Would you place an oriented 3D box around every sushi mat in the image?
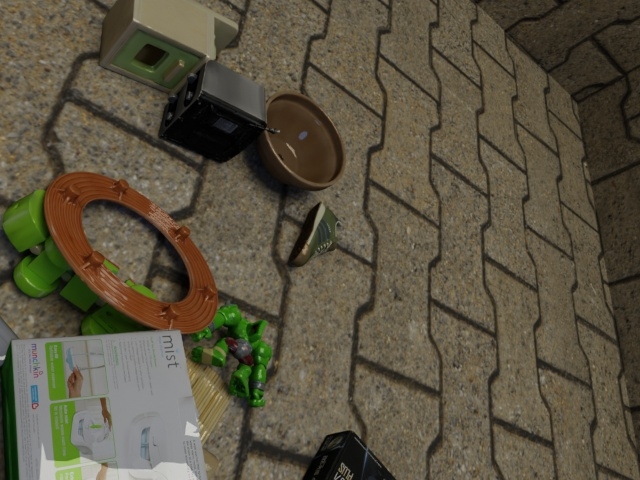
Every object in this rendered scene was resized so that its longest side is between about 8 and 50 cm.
[{"bbox_3d":[-0.263,0.320,0.993,0.151,0.019,0.316,46,44,-14],"label":"sushi mat"}]

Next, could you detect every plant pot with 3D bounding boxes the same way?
[{"bbox_3d":[-0.064,-0.208,1.398,0.237,0.110,0.237,23,54,-36],"label":"plant pot"}]

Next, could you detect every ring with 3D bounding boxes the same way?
[{"bbox_3d":[-0.290,0.009,1.010,0.336,0.032,0.336,45,17,-17],"label":"ring"}]

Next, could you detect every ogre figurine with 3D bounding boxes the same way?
[{"bbox_3d":[-0.147,0.195,1.106,0.197,0.097,0.118,39,41,-8],"label":"ogre figurine"}]

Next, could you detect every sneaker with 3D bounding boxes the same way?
[{"bbox_3d":[0.000,0.000,1.382,0.086,0.064,0.192,38,44,-17],"label":"sneaker"}]

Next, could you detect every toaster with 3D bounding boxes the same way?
[{"bbox_3d":[-0.204,-0.250,1.241,0.185,0.168,0.110,21,55,-35],"label":"toaster"}]

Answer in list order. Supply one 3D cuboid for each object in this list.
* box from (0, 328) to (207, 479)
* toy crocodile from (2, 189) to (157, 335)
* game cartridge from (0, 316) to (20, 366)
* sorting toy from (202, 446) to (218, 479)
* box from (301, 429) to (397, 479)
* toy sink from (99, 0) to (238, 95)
[{"bbox_3d":[-0.289,0.264,0.828,0.231,0.127,0.262,1,59,-35],"label":"box"},{"bbox_3d":[-0.352,0.069,0.968,0.340,0.115,0.105,46,27,-17],"label":"toy crocodile"},{"bbox_3d":[-0.554,0.151,0.777,0.196,0.060,0.294,50,43,-6],"label":"game cartridge"},{"bbox_3d":[-0.247,0.381,0.902,0.307,0.041,0.229,38,41,-6],"label":"sorting toy"},{"bbox_3d":[0.060,0.480,1.178,0.180,0.077,0.147,51,44,-11],"label":"box"},{"bbox_3d":[-0.296,-0.387,1.237,0.234,0.153,0.131,17,58,-39],"label":"toy sink"}]
